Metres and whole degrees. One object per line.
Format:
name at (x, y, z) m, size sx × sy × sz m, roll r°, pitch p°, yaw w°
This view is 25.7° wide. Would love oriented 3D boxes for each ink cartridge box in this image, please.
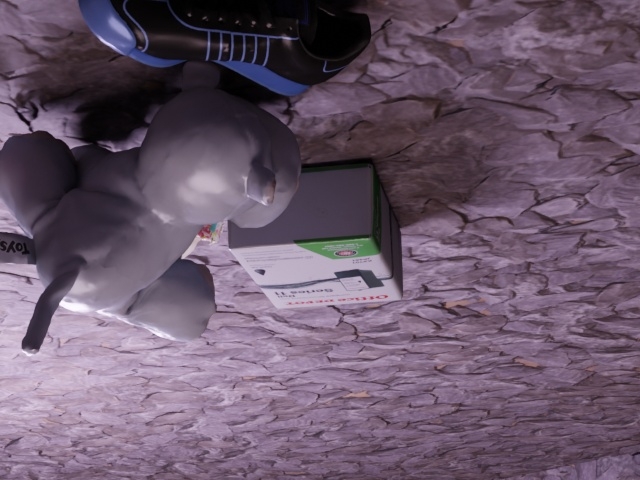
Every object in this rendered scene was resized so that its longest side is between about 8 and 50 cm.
ink cartridge box at (0.000, 0.000, 1.488) m, size 0.153 × 0.086 × 0.208 m, roll -5°, pitch 160°, yaw 12°

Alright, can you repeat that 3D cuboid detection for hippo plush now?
hippo plush at (-0.154, -0.060, 1.240) m, size 0.236 × 0.234 × 0.294 m, roll -44°, pitch 159°, yaw 17°

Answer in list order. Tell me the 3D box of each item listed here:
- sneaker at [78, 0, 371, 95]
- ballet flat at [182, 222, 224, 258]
sneaker at (-0.066, -0.172, 1.057) m, size 0.232 × 0.081 × 0.090 m, roll 9°, pitch 155°, yaw -42°
ballet flat at (-0.187, -0.003, 1.487) m, size 0.091 × 0.077 × 0.241 m, roll 15°, pitch 155°, yaw -38°
